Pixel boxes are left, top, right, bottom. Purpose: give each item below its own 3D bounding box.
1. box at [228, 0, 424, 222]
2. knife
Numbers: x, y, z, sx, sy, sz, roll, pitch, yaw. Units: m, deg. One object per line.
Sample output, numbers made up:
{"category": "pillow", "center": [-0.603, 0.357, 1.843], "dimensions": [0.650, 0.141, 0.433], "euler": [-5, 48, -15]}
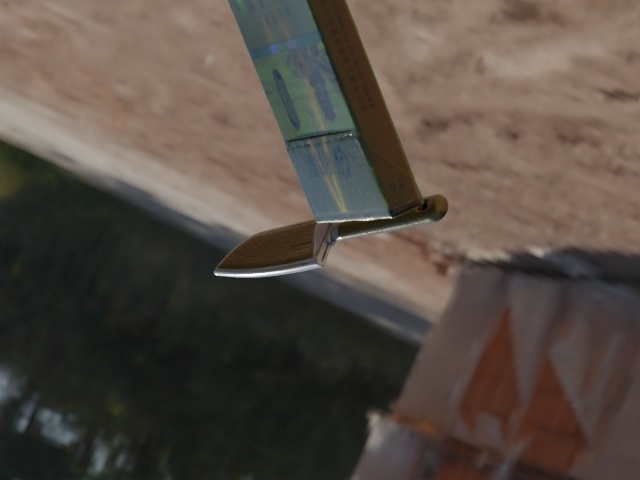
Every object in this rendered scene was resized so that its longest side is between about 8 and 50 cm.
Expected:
{"category": "box", "center": [-0.003, -0.106, 1.235], "dimensions": [0.121, 0.030, 0.193], "euler": [-3, 109, 66]}
{"category": "knife", "center": [-0.001, -0.001, 1.400], "dimensions": [0.022, 0.046, 0.256], "euler": [34, 151, -32]}
